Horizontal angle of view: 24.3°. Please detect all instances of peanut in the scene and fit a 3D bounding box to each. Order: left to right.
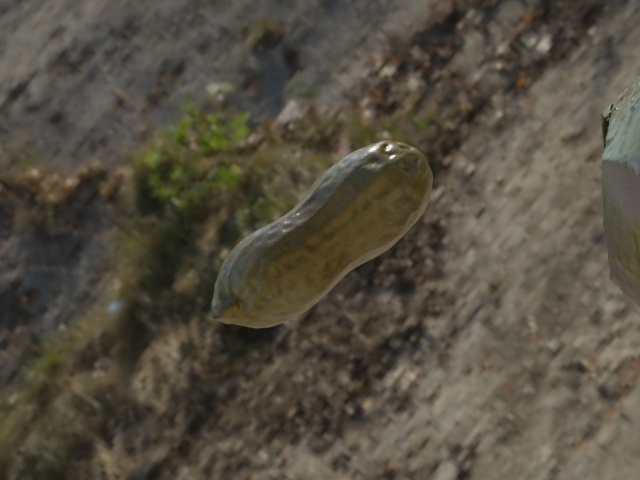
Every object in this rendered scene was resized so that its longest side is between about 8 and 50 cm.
[{"bbox_3d":[0.000,0.000,1.466,0.263,0.101,0.117,-40,-12,3],"label":"peanut"}]

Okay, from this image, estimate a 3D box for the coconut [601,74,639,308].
[{"bbox_3d":[0.415,-0.047,1.351,0.352,0.352,0.352,-47,14,16],"label":"coconut"}]
